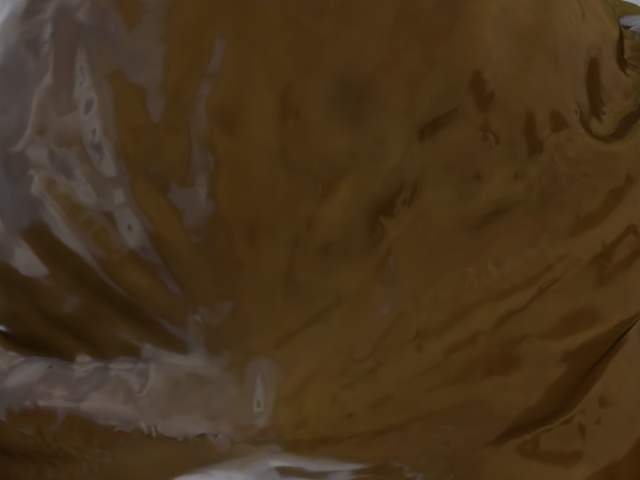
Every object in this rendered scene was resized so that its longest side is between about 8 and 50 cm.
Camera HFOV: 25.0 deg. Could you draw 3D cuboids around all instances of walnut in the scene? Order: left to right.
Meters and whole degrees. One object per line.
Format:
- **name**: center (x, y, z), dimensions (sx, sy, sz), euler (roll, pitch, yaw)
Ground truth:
- **walnut**: center (0.000, 0.000, 0.517), dimensions (0.333, 0.333, 0.332), euler (40, -138, -47)
